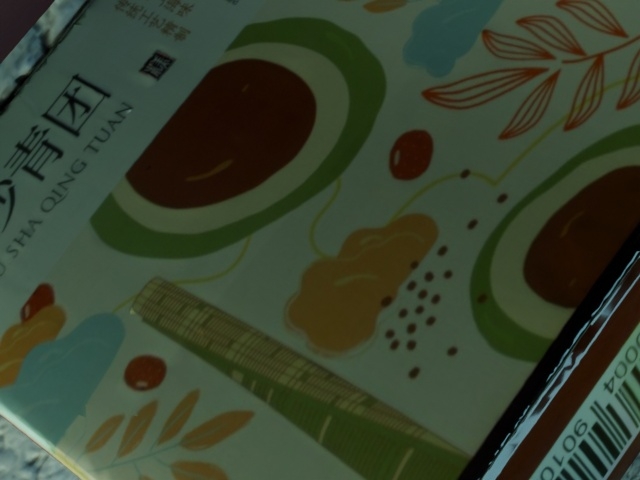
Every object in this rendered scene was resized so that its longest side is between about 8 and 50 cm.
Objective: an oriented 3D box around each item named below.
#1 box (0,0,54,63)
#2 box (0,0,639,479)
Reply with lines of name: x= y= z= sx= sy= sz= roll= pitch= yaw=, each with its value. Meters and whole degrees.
box: x=-0.170 y=-0.204 z=0.668 sx=0.294 sy=0.193 sz=0.167 roll=-52 pitch=147 yaw=-10
box: x=0.000 y=0.000 z=0.824 sx=0.344 sy=0.385 sz=0.122 roll=-53 pitch=142 yaw=-9
